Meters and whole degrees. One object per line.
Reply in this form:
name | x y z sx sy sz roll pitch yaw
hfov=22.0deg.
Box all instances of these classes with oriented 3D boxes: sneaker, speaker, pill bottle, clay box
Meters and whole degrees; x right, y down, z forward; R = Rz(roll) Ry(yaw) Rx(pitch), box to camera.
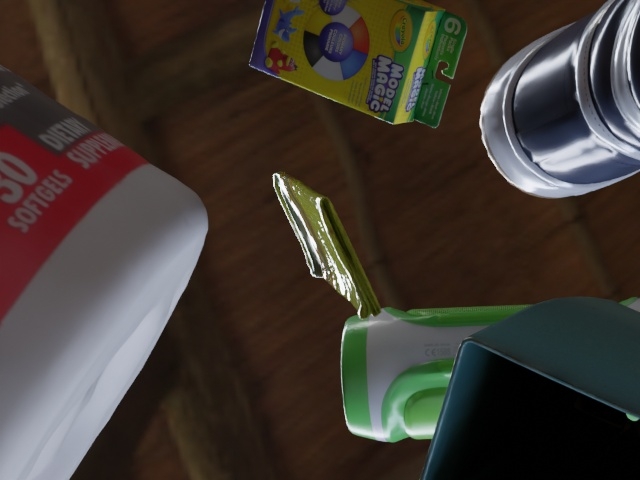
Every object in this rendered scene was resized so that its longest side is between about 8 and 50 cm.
sneaker | 0.214 -0.115 0.737 0.099 0.282 0.153 57 -21 -5
speaker | 0.172 0.117 1.482 0.131 0.297 0.131 -2 90 -81
pill bottle | -0.211 -0.022 0.525 0.318 0.176 0.176 32 -49 1
clay box | 0.039 -0.211 1.757 0.222 0.053 0.127 24 -70 27

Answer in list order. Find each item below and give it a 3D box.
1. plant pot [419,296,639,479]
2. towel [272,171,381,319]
plant pot | 0.204 0.138 1.221 0.165 0.234 0.165 24 -64 22
towel | 0.000 0.000 1.324 0.102 0.021 0.237 63 -5 -10
